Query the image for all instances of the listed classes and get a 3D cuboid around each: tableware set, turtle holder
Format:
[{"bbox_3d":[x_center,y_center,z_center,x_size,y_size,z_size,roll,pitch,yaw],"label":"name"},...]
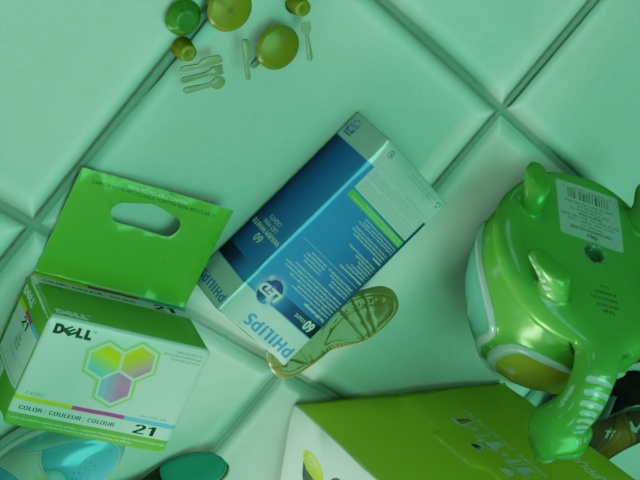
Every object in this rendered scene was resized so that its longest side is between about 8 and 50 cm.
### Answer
[{"bbox_3d":[-0.080,-0.211,1.394,0.154,0.024,0.104,-18,125,-20],"label":"tableware set"},{"bbox_3d":[0.295,0.087,1.641,0.243,0.320,0.227,-9,149,-34],"label":"turtle holder"}]

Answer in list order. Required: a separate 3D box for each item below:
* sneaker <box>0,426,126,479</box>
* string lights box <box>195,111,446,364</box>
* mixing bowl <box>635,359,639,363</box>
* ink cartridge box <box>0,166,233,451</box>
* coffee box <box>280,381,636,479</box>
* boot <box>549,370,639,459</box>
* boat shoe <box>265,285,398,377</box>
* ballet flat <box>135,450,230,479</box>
[{"bbox_3d":[-0.321,0.320,1.468,0.319,0.208,0.127,-32,128,-10],"label":"sneaker"},{"bbox_3d":[0.000,0.000,1.547,0.259,0.077,0.133,-44,132,1],"label":"string lights box"},{"bbox_3d":[0.410,0.061,1.834,0.181,0.098,0.181,-16,127,-22],"label":"mixing bowl"},{"bbox_3d":[-0.206,0.075,1.441,0.188,0.097,0.255,16,111,-31],"label":"ink cartridge box"},{"bbox_3d":[0.161,0.400,1.715,0.338,0.337,0.334,-2,111,-31],"label":"coffee box"},{"bbox_3d":[0.402,0.329,2.012,0.264,0.096,0.280,2,119,-34],"label":"boot"},{"bbox_3d":[0.009,0.097,1.632,0.170,0.059,0.063,-27,112,-7],"label":"boat shoe"},{"bbox_3d":[-0.189,0.296,1.654,0.168,0.057,0.052,-19,156,-17],"label":"ballet flat"}]
